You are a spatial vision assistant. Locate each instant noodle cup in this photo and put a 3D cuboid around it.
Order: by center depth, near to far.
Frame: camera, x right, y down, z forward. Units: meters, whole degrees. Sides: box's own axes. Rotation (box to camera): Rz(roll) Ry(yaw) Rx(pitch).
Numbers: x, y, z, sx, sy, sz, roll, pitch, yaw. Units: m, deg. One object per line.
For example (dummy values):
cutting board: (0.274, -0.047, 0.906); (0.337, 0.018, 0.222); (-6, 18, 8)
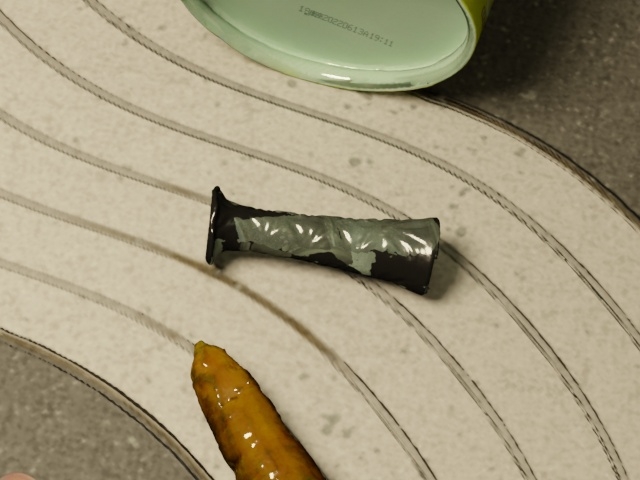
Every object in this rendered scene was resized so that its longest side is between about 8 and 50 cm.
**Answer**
instant noodle cup: (0.028, -0.266, 1.303); (0.311, 0.311, 0.221); (14, 67, 0)

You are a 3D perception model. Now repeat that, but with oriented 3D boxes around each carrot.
carrot: (-0.006, 0.190, 1.146); (0.066, 0.066, 0.314); (-21, 62, -20)

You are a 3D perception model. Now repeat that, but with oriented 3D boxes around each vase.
vase: (0.000, 0.000, 1.262); (0.167, 0.059, 0.059); (8, 58, -3)

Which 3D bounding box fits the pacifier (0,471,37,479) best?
pacifier: (-0.183, 0.198, 1.120); (0.078, 0.081, 0.099); (-2, 81, -46)
